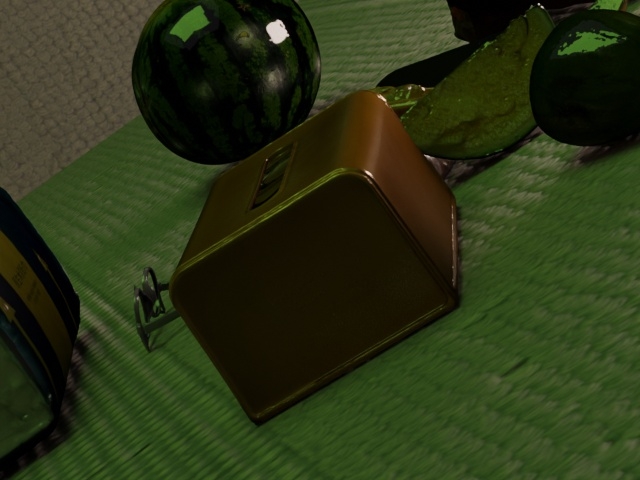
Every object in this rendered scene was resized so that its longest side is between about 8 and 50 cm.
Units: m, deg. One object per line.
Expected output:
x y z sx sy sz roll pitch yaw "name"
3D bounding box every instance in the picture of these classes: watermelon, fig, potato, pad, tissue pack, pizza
0.160 -0.129 1.699 0.181 0.092 0.075 -42 -2 4 "watermelon"
0.250 -0.135 1.472 0.117 0.117 0.177 -42 25 -29 "fig"
-0.125 -0.223 2.405 0.269 0.269 0.269 -33 13 8 "watermelon"
0.286 -0.217 1.834 0.093 0.036 0.037 -52 49 4 "potato"
0.169 -0.188 1.948 0.250 0.055 0.323 -16 20 43 "pad"
-0.414 0.110 1.894 0.264 0.253 0.416 -34 14 4 "tissue pack"
0.000 0.000 1.501 0.194 0.145 0.274 -30 14 12 "tissue pack"
0.067 -0.131 1.774 0.099 0.035 0.160 -22 13 -38 "pizza"

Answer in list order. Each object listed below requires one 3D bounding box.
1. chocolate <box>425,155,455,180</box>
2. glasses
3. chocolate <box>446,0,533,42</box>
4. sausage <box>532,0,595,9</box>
0.004 -0.044 1.786 0.254 0.080 0.157 -27 14 27 "chocolate"
-0.133 0.058 1.885 0.104 0.062 0.140 -11 16 5 "glasses"
0.174 -0.284 2.045 0.133 0.127 0.124 -123 47 -85 "chocolate"
0.288 -0.305 2.014 0.083 0.089 0.300 -44 14 -13 "sausage"
